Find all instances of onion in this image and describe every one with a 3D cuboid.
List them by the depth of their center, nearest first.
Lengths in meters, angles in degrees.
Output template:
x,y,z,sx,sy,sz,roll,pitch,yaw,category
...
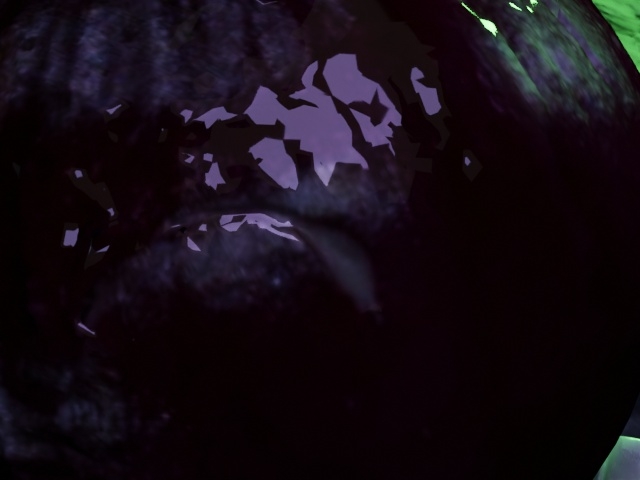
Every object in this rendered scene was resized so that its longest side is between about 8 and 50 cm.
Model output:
x,y,z,sx,sy,sz,roll,pitch,yaw,category
0.000,0.000,0.547,0.260,0.282,0.336,8,18,43,onion

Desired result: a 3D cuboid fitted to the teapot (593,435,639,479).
x,y,z,sx,sy,sz,roll,pitch,yaw,category
0.103,0.188,0.527,0.159,0.116,0.245,18,36,-12,teapot
